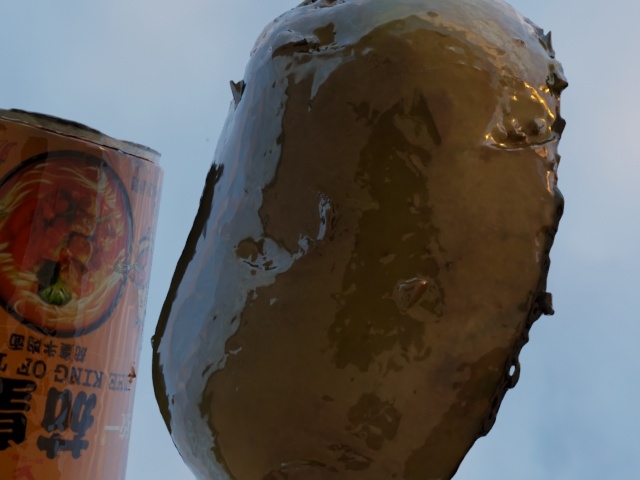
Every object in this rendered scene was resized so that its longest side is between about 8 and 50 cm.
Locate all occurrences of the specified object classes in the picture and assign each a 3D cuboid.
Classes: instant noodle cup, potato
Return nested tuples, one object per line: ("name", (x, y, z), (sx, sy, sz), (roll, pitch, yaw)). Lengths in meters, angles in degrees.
("instant noodle cup", (-0.172, 0.023, 0.890), (0.216, 0.216, 0.172), (14, -92, -4))
("potato", (0.000, 0.000, 0.622), (0.081, 0.164, 0.200), (22, -102, -34))
